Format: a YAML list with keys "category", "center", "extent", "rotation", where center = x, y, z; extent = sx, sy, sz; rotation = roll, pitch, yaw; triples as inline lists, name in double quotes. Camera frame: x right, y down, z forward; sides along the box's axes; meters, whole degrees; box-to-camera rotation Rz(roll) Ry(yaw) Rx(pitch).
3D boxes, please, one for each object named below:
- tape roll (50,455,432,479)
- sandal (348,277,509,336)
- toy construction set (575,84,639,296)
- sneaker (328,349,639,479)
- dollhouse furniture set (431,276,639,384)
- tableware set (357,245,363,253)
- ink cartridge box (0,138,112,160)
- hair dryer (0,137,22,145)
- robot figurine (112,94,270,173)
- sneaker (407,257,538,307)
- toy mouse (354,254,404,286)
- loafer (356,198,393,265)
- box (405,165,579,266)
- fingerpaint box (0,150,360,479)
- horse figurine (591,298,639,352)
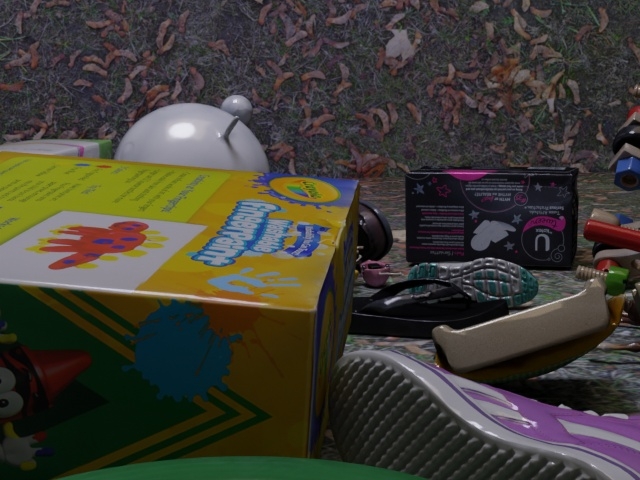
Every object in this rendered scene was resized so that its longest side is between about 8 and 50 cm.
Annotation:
- category: "tape roll"
  center: [-0.051, 0.184, 0.535]
  extent: [0.321, 0.077, 0.321]
  rotation: [-1, 8, 0]
- category: "sandal"
  center: [0.086, 0.074, 1.343]
  extent: [0.254, 0.054, 0.097]
  rotation: [0, 8, 8]
- category: "toy construction set"
  center: [0.459, -0.019, 1.450]
  extent: [0.237, 0.257, 0.309]
  rotation: [15, 26, 17]
- category: "sneaker"
  center: [0.137, 0.142, 0.770]
  extent: [0.161, 0.102, 0.282]
  rotation: [-3, 18, -40]
- category: "dollhouse furniture set"
  center: [0.256, 0.116, 1.010]
  extent: [0.302, 0.151, 0.197]
  rotation: [-18, -14, 5]
- category: "tableware set"
  center: [-0.022, 0.024, 1.593]
  extent: [0.141, 0.020, 0.169]
  rotation: [1, 9, 18]
- category: "ink cartridge box"
  center: [-0.374, -0.021, 1.534]
  extent: [0.119, 0.207, 0.353]
  rotation: [3, 8, 6]
- category: "hair dryer"
  center: [-0.490, 0.003, 1.630]
  extent: [0.080, 0.223, 0.293]
  rotation: [24, 33, 18]
- category: "robot figurine"
  center: [-0.178, -0.053, 1.531]
  extent: [0.200, 0.300, 0.353]
  rotation: [28, -21, -6]
- category: "sneaker"
  center: [0.197, 0.049, 1.488]
  extent: [0.166, 0.065, 0.076]
  rotation: [5, 6, 27]
- category: "toy mouse"
  center: [0.040, 0.046, 1.625]
  extent: [0.161, 0.031, 0.143]
  rotation: [1, 9, 12]
- category: "loafer"
  center: [0.000, 0.000, 1.787]
  extent: [0.095, 0.109, 0.302]
  rotation: [-27, 13, -25]
- category: "box"
  center: [0.264, -0.039, 1.798]
  extent: [0.247, 0.142, 0.163]
  rotation: [2, 8, 16]
- category: "fingerpaint box"
  center: [-0.166, 0.052, 0.979]
  extent: [0.371, 0.163, 0.445]
  rotation: [5, 14, 4]
- category: "horse figurine"
  center: [0.367, 0.079, 1.234]
  extent: [0.174, 0.066, 0.263]
  rotation: [-3, 2, 15]
